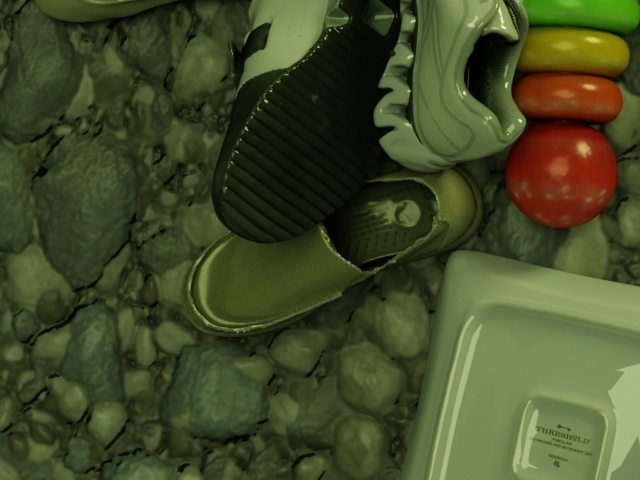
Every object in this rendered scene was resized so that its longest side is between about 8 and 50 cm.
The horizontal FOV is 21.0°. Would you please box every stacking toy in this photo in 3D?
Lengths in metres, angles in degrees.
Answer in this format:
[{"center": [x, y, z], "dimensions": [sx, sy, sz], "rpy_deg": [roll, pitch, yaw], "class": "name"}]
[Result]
[{"center": [0.200, -0.175, 1.386], "dimensions": [0.141, 0.141, 0.330], "rpy_deg": [5, 91, 15], "class": "stacking toy"}]

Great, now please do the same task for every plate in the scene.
[{"center": [0.193, 0.162, 1.356], "dimensions": [0.277, 0.045, 0.278], "rpy_deg": [12, 88, 24], "class": "plate"}]

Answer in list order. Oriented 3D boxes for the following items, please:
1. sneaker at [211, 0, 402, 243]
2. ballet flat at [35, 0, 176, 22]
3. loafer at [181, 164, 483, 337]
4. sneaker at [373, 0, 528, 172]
[{"center": [-0.012, -0.139, 1.410], "dimensions": [0.146, 0.122, 0.330], "rpy_deg": [0, 55, 51], "class": "sneaker"}, {"center": [-0.145, -0.244, 1.497], "dimensions": [0.248, 0.086, 0.086], "rpy_deg": [-7, 81, 14], "class": "ballet flat"}, {"center": [0.000, 0.000, 1.422], "dimensions": [0.268, 0.092, 0.102], "rpy_deg": [-25, 78, 10], "class": "loafer"}, {"center": [0.110, -0.201, 1.343], "dimensions": [0.118, 0.110, 0.292], "rpy_deg": [-2, 91, 55], "class": "sneaker"}]
